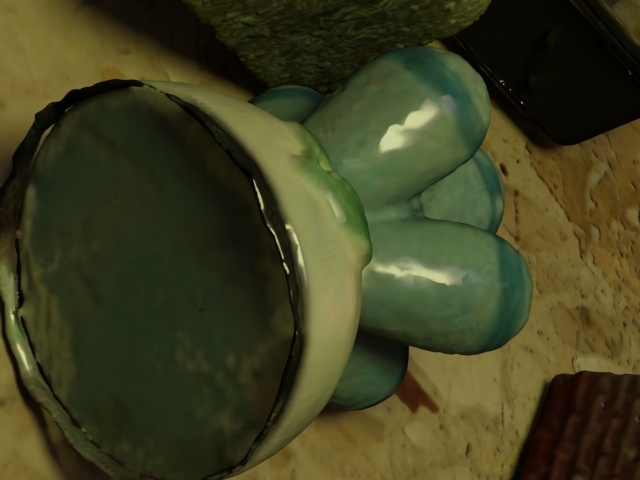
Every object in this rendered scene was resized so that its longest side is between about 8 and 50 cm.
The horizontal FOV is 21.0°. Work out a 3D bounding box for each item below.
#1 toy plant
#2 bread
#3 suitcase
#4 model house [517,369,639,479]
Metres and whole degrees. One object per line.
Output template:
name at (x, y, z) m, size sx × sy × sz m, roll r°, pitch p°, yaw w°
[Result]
toy plant at (0.000, 0.000, 1.048) m, size 0.332 × 0.247 × 0.247 m, roll -14°, pitch 84°, yaw -48°
bread at (0.022, -0.171, 1.064) m, size 0.286 × 0.207 × 0.056 m, roll 33°, pitch 39°, yaw -62°
suitcase at (0.157, -0.294, 1.280) m, size 0.434 × 0.194 × 0.283 m, roll 47°, pitch 52°, yaw -19°
model house at (0.259, 0.232, 1.163) m, size 0.339 × 0.297 × 0.360 m, roll 22°, pitch 58°, yaw 3°
